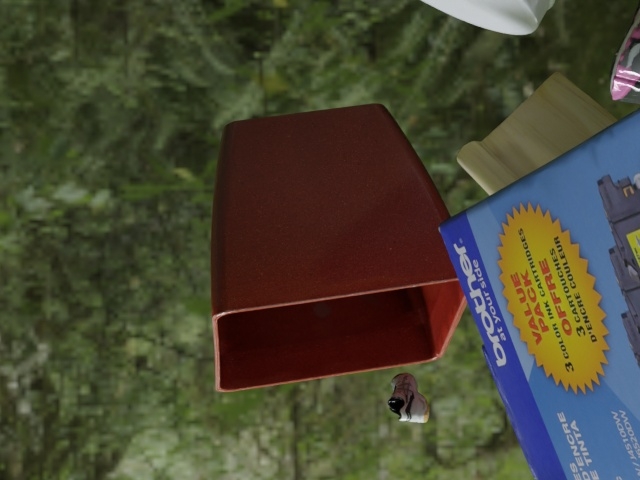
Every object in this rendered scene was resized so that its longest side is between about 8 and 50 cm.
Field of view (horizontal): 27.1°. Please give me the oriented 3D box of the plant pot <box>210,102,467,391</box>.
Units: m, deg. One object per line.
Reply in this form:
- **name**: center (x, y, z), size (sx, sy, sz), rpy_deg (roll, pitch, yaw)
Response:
- **plant pot**: center (0.000, 0.000, 1.462), size (0.267, 0.236, 0.267), rpy_deg (-7, 158, -7)

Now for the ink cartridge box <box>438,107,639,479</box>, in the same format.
- **ink cartridge box**: center (0.216, 0.062, 0.719), size (0.151, 0.270, 0.395), rpy_deg (-19, 174, -18)

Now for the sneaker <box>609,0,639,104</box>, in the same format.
- **sneaker**: center (0.246, -0.171, 0.876), size (0.072, 0.178, 0.077), rpy_deg (19, -150, -11)

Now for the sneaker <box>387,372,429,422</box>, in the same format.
- **sneaker**: center (0.087, 0.167, 1.426), size (0.037, 0.032, 0.083), rpy_deg (-2, -159, -16)

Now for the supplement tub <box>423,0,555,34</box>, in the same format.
- **supplement tub**: center (0.174, -0.362, 1.149), size (0.228, 0.316, 0.228), rpy_deg (28, 178, 1)

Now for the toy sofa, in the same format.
- **toy sofa**: center (0.267, 0.036, 1.194), size (0.362, 0.177, 0.150), rpy_deg (40, -169, -38)
